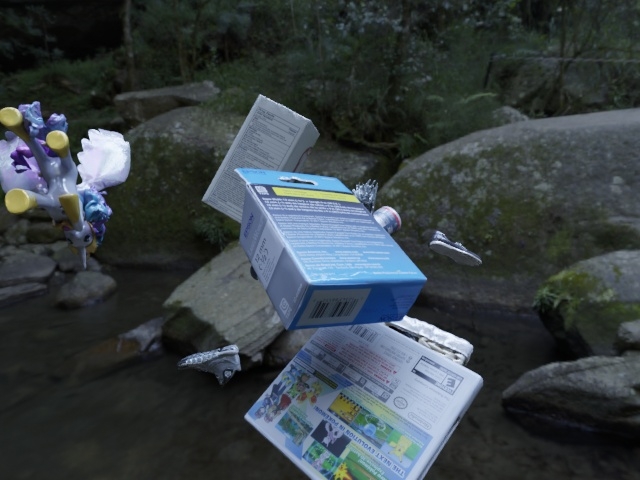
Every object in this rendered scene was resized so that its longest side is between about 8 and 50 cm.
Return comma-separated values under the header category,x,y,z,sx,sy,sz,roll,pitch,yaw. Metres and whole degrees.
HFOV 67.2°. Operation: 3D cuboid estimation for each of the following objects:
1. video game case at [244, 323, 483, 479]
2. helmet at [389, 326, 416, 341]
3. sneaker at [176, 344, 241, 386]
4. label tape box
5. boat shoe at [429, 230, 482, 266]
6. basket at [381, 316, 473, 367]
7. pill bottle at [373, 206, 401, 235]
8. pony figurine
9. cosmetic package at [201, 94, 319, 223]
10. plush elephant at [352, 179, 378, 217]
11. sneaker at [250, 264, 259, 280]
category,x,y,z,sx,sy,sz,roll,pitch,yaw
video game case,0.067,0.288,0.862,0.329,0.036,0.300,23,61,41
helmet,0.227,0.350,1.603,0.169,0.169,0.161,-10,29,-22
sneaker,-0.387,0.459,1.696,0.229,0.132,0.086,-15,2,7
label tape box,-0.007,0.002,0.904,0.249,0.115,0.347,2,35,-34
boat shoe,0.465,0.027,1.636,0.206,0.065,0.075,23,-30,-16
basket,0.169,0.363,1.234,0.328,0.331,0.266,21,59,18
pill bottle,0.195,-0.039,1.737,0.180,0.108,0.108,-33,24,-31
pony figurine,-0.587,-0.139,1.082,0.303,0.351,0.363,-11,-16,-15
cosmetic package,-0.144,-0.183,1.199,0.153,0.296,0.129,31,3,12
plush elephant,0.000,0.000,1.218,0.255,0.330,0.272,9,17,15
sneaker,-0.140,0.098,2.142,0.331,0.122,0.146,-14,-12,3
